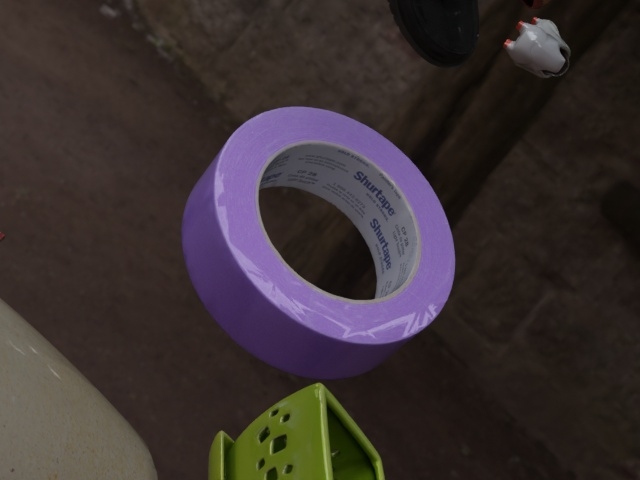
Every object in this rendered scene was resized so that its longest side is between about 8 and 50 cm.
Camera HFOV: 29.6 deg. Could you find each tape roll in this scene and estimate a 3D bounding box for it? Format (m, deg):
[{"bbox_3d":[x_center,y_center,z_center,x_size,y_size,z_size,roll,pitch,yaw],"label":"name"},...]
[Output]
[{"bbox_3d":[0.000,0.000,1.241,0.274,0.090,0.275,16,53,-22],"label":"tape roll"}]

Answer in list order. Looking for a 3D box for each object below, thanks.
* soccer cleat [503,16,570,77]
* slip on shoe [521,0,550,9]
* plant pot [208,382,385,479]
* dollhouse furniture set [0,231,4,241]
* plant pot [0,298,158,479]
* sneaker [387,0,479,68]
[{"bbox_3d":[0.273,-0.231,1.492,0.076,0.068,0.196,37,18,7],"label":"soccer cleat"},{"bbox_3d":[0.112,-0.339,1.150,0.331,0.101,0.123,35,1,-5],"label":"slip on shoe"},{"bbox_3d":[-0.035,0.372,1.709,0.227,0.207,0.228,55,21,-41],"label":"plant pot"},{"bbox_3d":[-0.645,-0.005,1.763,0.152,0.201,0.374,6,33,22],"label":"dollhouse furniture set"},{"bbox_3d":[-0.214,0.103,0.537,0.274,0.256,0.256,32,14,-42],"label":"plant pot"},{"bbox_3d":[0.162,-0.397,1.613,0.139,0.125,0.341,13,-61,57],"label":"sneaker"}]
